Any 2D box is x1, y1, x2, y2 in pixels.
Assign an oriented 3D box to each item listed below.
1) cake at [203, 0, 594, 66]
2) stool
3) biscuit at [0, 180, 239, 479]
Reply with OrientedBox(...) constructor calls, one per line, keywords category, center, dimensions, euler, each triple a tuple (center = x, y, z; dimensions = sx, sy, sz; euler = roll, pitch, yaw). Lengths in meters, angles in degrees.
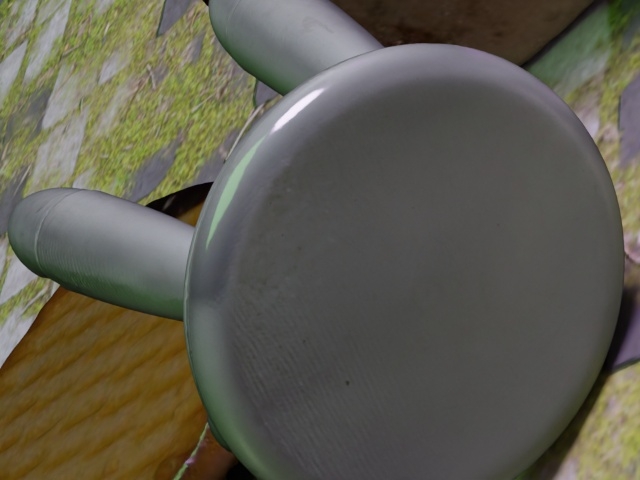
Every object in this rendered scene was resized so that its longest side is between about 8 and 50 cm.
OrientedBox(category="cake", center=(0.056, -0.197, 0.972), dimensions=(0.293, 0.198, 0.196), euler=(-48, 36, 40))
OrientedBox(category="stool", center=(0.000, 0.000, 0.851), dimensions=(0.195, 0.195, 0.198), euler=(-49, 29, -8))
OrientedBox(category="biscuit", center=(-0.123, 0.100, 1.131), dimensions=(0.318, 0.040, 0.318), euler=(-40, 28, 27))
